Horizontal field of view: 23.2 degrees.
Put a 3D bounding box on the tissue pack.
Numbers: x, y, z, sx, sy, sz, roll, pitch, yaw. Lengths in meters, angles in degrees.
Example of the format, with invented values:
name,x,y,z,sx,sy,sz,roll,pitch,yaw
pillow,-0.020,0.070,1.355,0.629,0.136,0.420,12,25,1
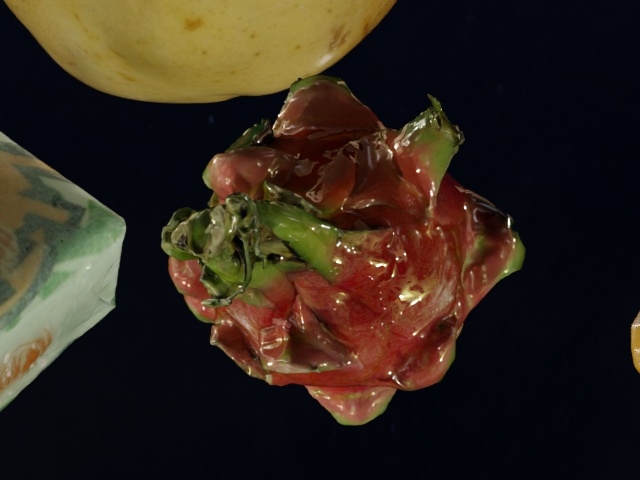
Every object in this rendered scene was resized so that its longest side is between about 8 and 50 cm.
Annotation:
name,x,y,z,sx,sy,sz,roll,pitch,yaw
tissue pack,-0.316,-0.003,1.029,0.311,0.128,0.228,35,-126,14

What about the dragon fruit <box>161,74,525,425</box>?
name,x,y,z,sx,sy,sz,roll,pitch,yaw
dragon fruit,0.004,-0.002,0.673,0.135,0.236,0.137,28,-99,22

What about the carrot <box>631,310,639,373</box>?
name,x,y,z,sx,sy,sz,roll,pitch,yaw
carrot,0.171,0.029,0.425,0.170,0.042,0.042,1,-129,32

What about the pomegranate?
name,x,y,z,sx,sy,sz,roll,pitch,yaw
pomegranate,-0.081,-0.241,0.933,0.319,0.319,0.319,-2,-126,3
